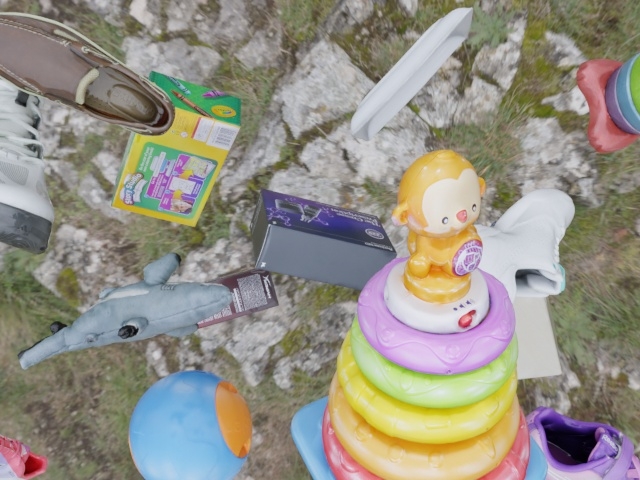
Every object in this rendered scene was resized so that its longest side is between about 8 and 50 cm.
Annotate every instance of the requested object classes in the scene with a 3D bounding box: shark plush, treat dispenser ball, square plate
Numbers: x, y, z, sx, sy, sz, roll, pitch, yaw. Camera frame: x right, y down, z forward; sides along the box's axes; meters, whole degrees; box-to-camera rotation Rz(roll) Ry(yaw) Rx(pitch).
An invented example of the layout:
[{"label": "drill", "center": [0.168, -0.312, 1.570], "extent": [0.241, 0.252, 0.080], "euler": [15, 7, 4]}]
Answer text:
[{"label": "shark plush", "center": [-0.153, 0.056, 0.572], "extent": [0.161, 0.067, 0.073], "euler": [-6, 104, -26]}, {"label": "treat dispenser ball", "center": [-0.303, 0.450, 1.707], "extent": [0.287, 0.288, 0.289], "euler": [1, 94, 10]}, {"label": "square plate", "center": [0.195, -0.361, 1.611], "extent": [0.049, 0.347, 0.344], "euler": [44, 101, 2]}]

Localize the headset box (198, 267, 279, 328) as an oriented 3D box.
[{"label": "headset box", "center": [-0.276, 0.156, 1.883], "extent": [0.293, 0.218, 0.110], "euler": [-15, 89, -15]}]

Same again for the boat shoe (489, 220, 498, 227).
[{"label": "boat shoe", "center": [0.347, 0.052, 1.428], "extent": [0.065, 0.083, 0.184], "euler": [15, 94, 53]}]

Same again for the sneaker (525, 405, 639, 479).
[{"label": "sneaker", "center": [0.292, 0.240, 0.725], "extent": [0.236, 0.095, 0.105], "euler": [23, 129, 17]}]

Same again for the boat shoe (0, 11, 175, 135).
[{"label": "boat shoe", "center": [-0.293, -0.203, 0.891], "extent": [0.257, 0.095, 0.095], "euler": [19, 99, -27]}]

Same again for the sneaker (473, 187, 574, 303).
[{"label": "sneaker", "center": [0.209, 0.015, 0.719], "extent": [0.094, 0.212, 0.080], "euler": [36, 132, 30]}]

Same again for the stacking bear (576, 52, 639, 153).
[{"label": "stacking bear", "center": [0.612, -0.267, 1.247], "extent": [0.164, 0.289, 0.176], "euler": [-12, 90, -24]}]

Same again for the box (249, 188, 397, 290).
[{"label": "box", "center": [0.000, 0.000, 1.456], "extent": [0.261, 0.184, 0.103], "euler": [13, 116, -16]}]

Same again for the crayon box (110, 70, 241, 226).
[{"label": "crayon box", "center": [-0.266, -0.156, 1.320], "extent": [0.165, 0.081, 0.278], "euler": [14, 136, -20]}]

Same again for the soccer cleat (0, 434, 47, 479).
[{"label": "soccer cleat", "center": [-0.499, 0.320, 1.108], "extent": [0.095, 0.248, 0.083], "euler": [-9, 60, -6]}]

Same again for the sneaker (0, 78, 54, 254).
[{"label": "sneaker", "center": [-0.423, -0.161, 0.933], "extent": [0.447, 0.169, 0.258], "euler": [28, 90, 46]}]

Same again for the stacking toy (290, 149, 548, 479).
[{"label": "stacking toy", "center": [0.078, 0.070, 0.510], "extent": [0.175, 0.166, 0.302], "euler": [-19, 131, -21]}]

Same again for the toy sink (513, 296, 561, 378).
[{"label": "toy sink", "center": [0.287, 0.107, 1.168], "extent": [0.152, 0.131, 0.234], "euler": [-11, 134, 19]}]
